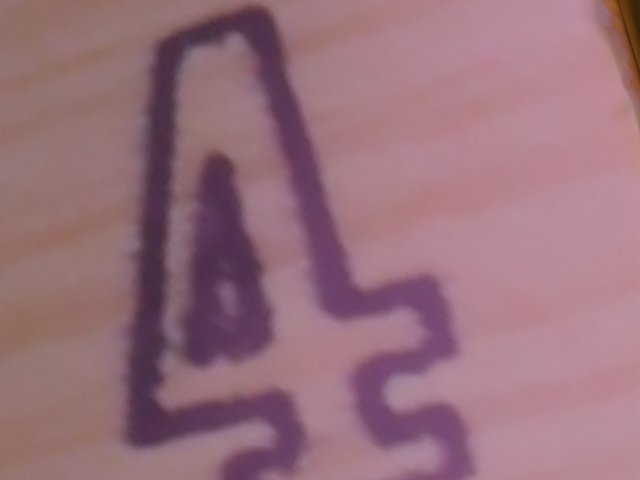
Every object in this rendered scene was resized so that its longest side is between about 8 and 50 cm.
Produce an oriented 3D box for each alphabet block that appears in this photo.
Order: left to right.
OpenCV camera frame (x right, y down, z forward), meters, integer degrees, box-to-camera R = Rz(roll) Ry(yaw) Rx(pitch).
[{"bbox_3d":[0.000,0.000,0.460,0.197,0.192,0.193,-17,89,14],"label":"alphabet block"}]
